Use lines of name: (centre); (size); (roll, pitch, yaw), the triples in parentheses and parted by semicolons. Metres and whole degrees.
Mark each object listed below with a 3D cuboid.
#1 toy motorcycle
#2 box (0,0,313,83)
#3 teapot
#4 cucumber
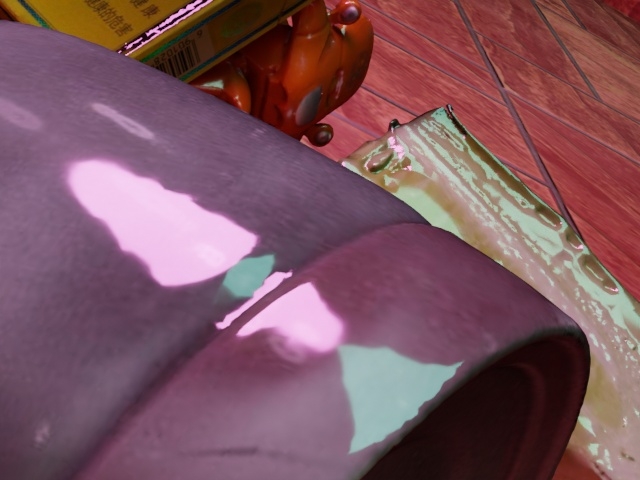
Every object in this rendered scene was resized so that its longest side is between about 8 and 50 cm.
toy motorcycle: (-0.080, -0.178, 1.125); (0.221, 0.147, 0.325); (-2, 40, -19)
box: (-0.110, -0.186, 1.006); (0.141, 0.220, 0.064); (45, -20, 31)
teapot: (-0.087, 0.054, 0.524); (0.312, 0.233, 0.315); (37, -9, 25)
cucumber: (0.114, 0.076, 0.813); (0.325, 0.105, 0.145); (46, 50, 10)
